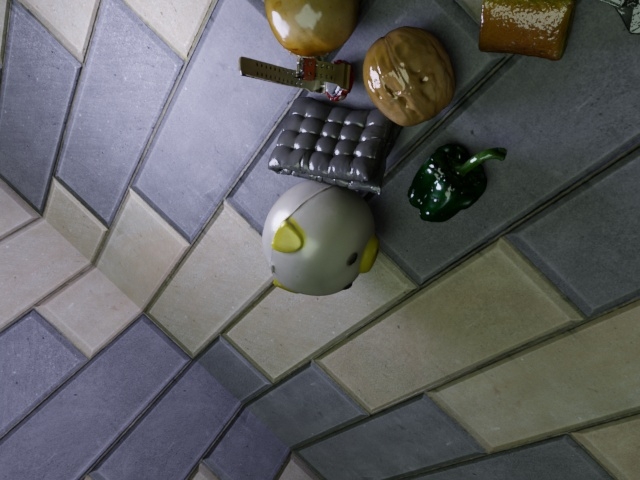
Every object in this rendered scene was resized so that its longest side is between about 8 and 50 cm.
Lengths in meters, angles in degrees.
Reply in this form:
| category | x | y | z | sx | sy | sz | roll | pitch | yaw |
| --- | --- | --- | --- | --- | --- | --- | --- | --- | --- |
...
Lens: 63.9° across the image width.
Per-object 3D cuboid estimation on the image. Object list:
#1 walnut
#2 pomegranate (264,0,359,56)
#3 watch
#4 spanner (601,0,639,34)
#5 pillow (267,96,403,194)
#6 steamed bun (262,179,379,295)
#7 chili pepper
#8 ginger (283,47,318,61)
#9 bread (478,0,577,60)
| category | x | y | z | sx | sy | sz | roll | pitch | yaw |
| --- | --- | --- | --- | --- | --- | --- | --- | --- | --- |
| walnut | 0.203 | -0.373 | 1.175 | 0.195 | 0.195 | 0.221 | -23 | 114 | 41 |
| pomegranate | -0.021 | -0.532 | 1.179 | 0.233 | 0.233 | 0.233 | 17 | 129 | 22 |
| watch | -0.046 | -0.406 | 1.247 | 0.165 | 0.268 | 0.102 | 13 | 102 | 50 |
| spanner | 0.518 | -0.490 | 0.999 | 0.325 | 0.026 | 0.093 | 29 | 134 | 14 |
| pillow | 0.039 | -0.258 | 1.347 | 0.326 | 0.228 | 0.101 | 13 | 163 | 28 |
| steamed bun | -0.005 | -0.004 | 1.468 | 0.334 | 0.334 | 0.374 | 24 | 147 | 16 |
| chili pepper | 0.332 | -0.159 | 1.266 | 0.165 | 0.174 | 0.261 | 56 | 139 | 21 |
| ginger | -0.047 | -0.493 | 1.344 | 0.057 | 0.044 | 0.137 | -44 | 102 | 9 |
| bread | 0.417 | -0.439 | 1.041 | 0.172 | 0.103 | 0.132 | 16 | 138 | 24 |
